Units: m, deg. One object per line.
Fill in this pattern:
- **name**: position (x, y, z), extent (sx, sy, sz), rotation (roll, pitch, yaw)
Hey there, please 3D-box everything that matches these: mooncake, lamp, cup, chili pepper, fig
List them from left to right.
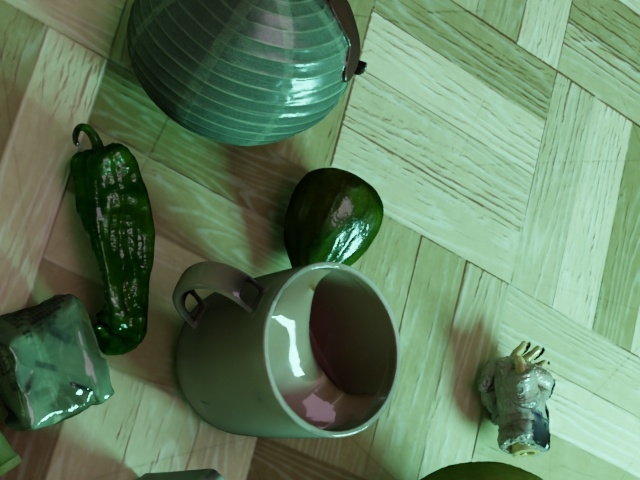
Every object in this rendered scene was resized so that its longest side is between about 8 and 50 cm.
- **mooncake**: position (-0.291, 0.129, 1.762), extent (0.125, 0.073, 0.130), rotation (-19, 96, -42)
- **chili pepper**: position (-0.228, -0.002, 1.835), extent (0.100, 0.074, 0.257), rotation (-10, 89, -39)
- **lamp**: position (-0.083, -0.225, 1.880), extent (0.265, 0.233, 0.233), rotation (31, 62, -4)
- **cup**: position (-0.067, 0.112, 1.861), extent (0.253, 0.200, 0.191), rotation (40, 60, -28)
- **fig**: position (0.000, 0.000, 2.005), extent (0.117, 0.117, 0.177), rotation (30, 82, -31)

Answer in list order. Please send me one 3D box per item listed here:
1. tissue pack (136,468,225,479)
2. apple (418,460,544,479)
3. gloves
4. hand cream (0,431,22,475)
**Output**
- **tissue pack**: position (-0.137, 0.383, 1.789), extent (0.136, 0.159, 0.246), rotation (-41, 107, -37)
- **apple**: position (0.186, 0.404, 1.964), extent (0.292, 0.292, 0.254), rotation (51, 32, -20)
- **gloves**: position (0.257, 0.212, 2.172), extent (0.110, 0.094, 0.144), rotation (45, 38, -34)
- **hand cream**: position (-0.381, 0.179, 1.704), extent (0.095, 0.046, 0.175), rotation (-37, 112, -38)
